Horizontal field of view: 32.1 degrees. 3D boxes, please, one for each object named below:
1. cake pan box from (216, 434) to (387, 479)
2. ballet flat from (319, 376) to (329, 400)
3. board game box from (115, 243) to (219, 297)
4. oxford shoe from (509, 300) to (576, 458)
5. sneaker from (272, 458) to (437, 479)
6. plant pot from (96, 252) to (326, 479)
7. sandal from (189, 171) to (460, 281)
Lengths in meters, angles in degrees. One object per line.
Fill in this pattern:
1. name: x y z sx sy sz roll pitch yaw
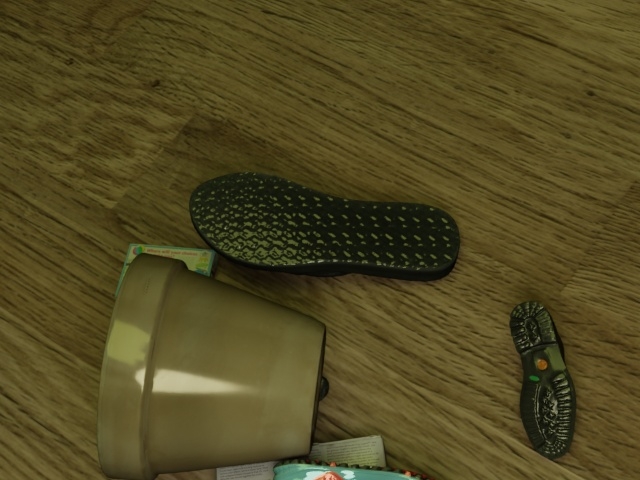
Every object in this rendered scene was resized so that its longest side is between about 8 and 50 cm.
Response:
1. cake pan box: -0.014 0.415 1.585 0.266 0.070 0.246 -10 60 4
2. ballet flat: -0.071 0.241 1.708 0.173 0.049 0.058 -20 58 -1
3. board game box: -0.256 0.060 1.862 0.154 0.026 0.104 4 60 12
4. oxford shoe: 0.337 0.206 1.642 0.082 0.096 0.227 -8 78 20
5. sneaker: 0.061 0.371 1.521 0.261 0.104 0.125 3 77 13
6. plant pot: -0.140 0.191 1.583 0.280 0.323 0.323 6 60 3
7. sandal: 0.001 0.002 1.823 0.445 0.107 0.168 10 60 1
